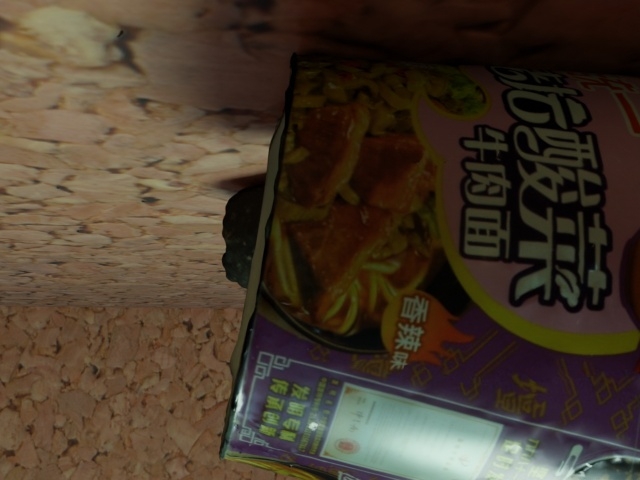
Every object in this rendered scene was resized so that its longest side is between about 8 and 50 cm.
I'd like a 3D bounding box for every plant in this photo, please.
[{"bbox_3d":[0.000,0.000,0.714,0.195,0.132,0.129,-1,174,29],"label":"plant"}]

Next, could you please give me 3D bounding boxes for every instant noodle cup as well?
[{"bbox_3d":[0.087,0.028,0.438,0.266,0.339,0.340,11,168,-7],"label":"instant noodle cup"}]
